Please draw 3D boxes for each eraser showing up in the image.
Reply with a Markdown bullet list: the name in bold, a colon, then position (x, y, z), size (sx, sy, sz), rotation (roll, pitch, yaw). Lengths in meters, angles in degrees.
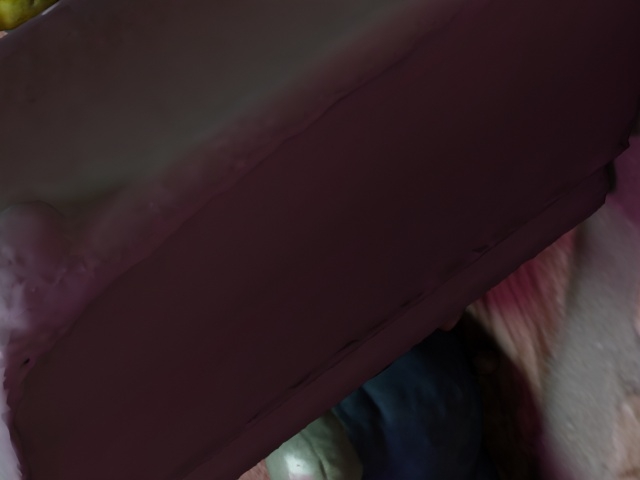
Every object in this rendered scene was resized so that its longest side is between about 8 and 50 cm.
- **eraser**: position (-0.016, -0.025, 0.850), size (0.122, 0.359, 0.272), rotation (44, 155, 21)

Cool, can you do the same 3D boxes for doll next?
- **doll**: position (0.042, 0.150, 1.275), size (0.228, 0.154, 0.258), rotation (-102, 5, -49)

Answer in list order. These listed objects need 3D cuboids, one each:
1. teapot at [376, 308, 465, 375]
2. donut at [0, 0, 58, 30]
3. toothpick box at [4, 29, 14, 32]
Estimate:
- **teapot**: position (0.000, 0.000, 1.124), size (0.175, 0.185, 0.268), rotation (26, -167, -10)
- **donut**: position (-0.217, -0.228, 1.140), size (0.261, 0.208, 0.128), rotation (29, 146, 29)
- **toothpick box**: position (-0.241, -0.188, 1.448), size (0.083, 0.052, 0.052), rotation (33, 150, 43)
